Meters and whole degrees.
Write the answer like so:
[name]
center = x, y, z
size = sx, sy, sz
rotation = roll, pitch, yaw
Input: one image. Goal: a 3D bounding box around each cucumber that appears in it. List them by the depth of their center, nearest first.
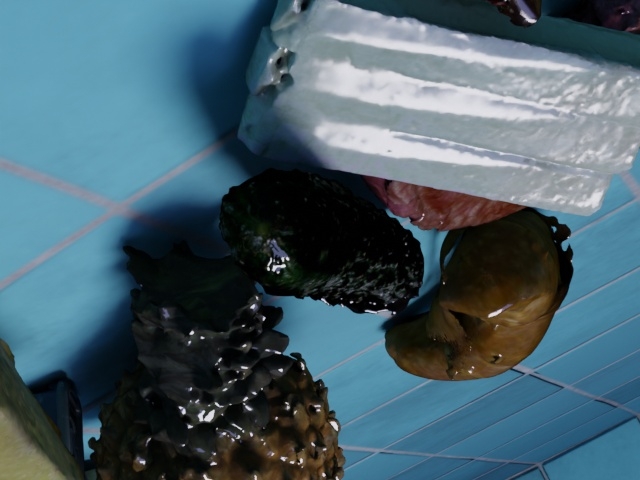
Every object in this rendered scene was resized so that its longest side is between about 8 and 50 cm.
[cucumber]
center = 0.000, 0.000, 0.637
size = 0.072, 0.081, 0.303
rotation = -53, 163, 4

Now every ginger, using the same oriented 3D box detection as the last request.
[ginger]
center = 0.138, 0.053, 0.913
size = 0.133, 0.107, 0.309
rotation = -35, 164, -13

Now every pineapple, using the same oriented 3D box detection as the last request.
[pineapple]
center = -0.081, 0.135, 0.777
size = 0.202, 0.202, 0.362
rotation = -20, 146, -12

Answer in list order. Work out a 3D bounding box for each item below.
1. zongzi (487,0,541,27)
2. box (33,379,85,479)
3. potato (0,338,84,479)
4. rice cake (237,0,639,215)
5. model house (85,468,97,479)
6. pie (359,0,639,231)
[zongzi]
center = 0.068, -0.140, 0.463
size = 0.083, 0.067, 0.073
rotation = 10, 150, -28
[box]
center = -0.208, 0.160, 0.811
size = 0.054, 0.099, 0.074
rotation = -7, 156, -4
[potato]
center = -0.236, 0.077, 0.572
size = 0.270, 0.112, 0.255
rotation = -10, 150, -35
[rice cake]
center = 0.067, -0.071, 0.545
size = 0.211, 0.038, 0.124
rotation = 5, 141, -15
[model house]
center = -0.235, 0.372, 1.065
size = 0.280, 0.245, 0.312
rotation = -5, 142, -48
[pie]
center = 0.130, -0.074, 0.674
size = 0.219, 0.054, 0.204
rotation = -30, 157, 14
